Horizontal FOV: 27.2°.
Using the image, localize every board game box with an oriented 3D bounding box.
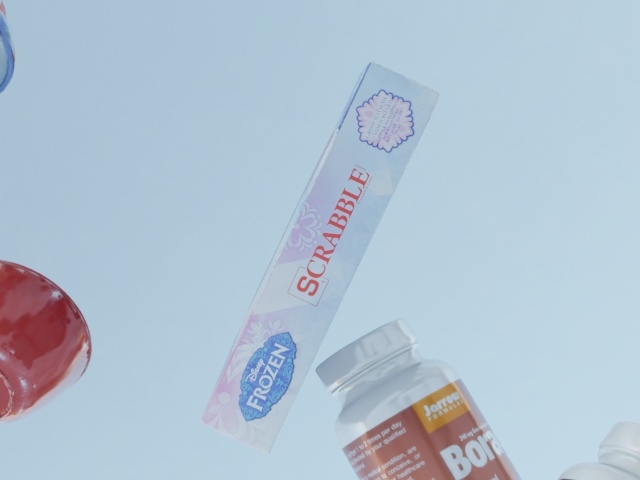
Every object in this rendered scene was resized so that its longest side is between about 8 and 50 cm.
[{"bbox_3d":[0.000,0.000,1.184,0.066,0.318,0.318,25,-85,-2],"label":"board game box"}]

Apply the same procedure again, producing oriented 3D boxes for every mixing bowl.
[{"bbox_3d":[-0.332,0.119,1.334,0.181,0.098,0.181,6,-54,9],"label":"mixing bowl"}]

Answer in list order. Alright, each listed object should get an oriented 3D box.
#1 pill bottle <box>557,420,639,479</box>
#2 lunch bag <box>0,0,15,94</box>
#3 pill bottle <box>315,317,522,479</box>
[{"bbox_3d":[0.148,0.176,0.707,0.152,0.086,0.086,-53,-55,-19],"label":"pill bottle"},{"bbox_3d":[-0.412,-0.232,1.132,0.243,0.115,0.303,-21,-70,-9],"label":"lunch bag"},{"bbox_3d":[0.088,0.180,1.129,0.121,0.121,0.216,-27,-101,-19],"label":"pill bottle"}]
